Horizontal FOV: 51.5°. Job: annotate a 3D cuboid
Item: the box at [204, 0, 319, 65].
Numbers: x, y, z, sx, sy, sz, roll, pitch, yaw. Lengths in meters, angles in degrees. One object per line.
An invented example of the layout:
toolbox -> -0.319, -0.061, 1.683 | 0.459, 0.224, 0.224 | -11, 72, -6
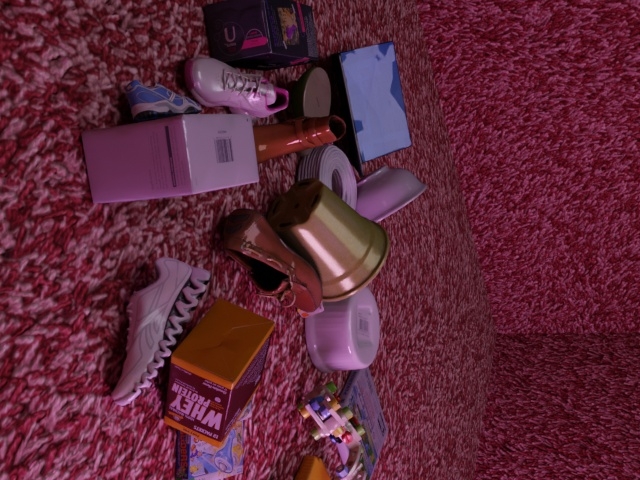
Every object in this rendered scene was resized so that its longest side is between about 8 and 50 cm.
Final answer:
box -> -0.136, -0.505, 1.630 | 0.270, 0.165, 0.143 | -22, 106, -63

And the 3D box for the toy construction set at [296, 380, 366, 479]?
toy construction set -> 0.049, 0.524, 1.801 | 0.215, 0.151, 0.327 | -137, -155, -69

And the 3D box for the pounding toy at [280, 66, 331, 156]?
pounding toy -> -0.054, -0.369, 1.866 | 0.183, 0.110, 0.236 | -42, 136, -56

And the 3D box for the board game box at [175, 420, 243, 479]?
board game box -> -0.232, 0.441, 1.417 | 0.201, 0.035, 0.136 | 18, 70, -63

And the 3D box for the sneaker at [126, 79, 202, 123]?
sneaker -> -0.309, -0.278, 1.331 | 0.081, 0.080, 0.211 | 66, 19, 0

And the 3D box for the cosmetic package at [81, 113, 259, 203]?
cosmetic package -> -0.270, -0.152, 1.225 | 0.224, 0.225, 0.138 | -22, 108, -63

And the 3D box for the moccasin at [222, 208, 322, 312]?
moccasin -> -0.112, 0.080, 1.616 | 0.380, 0.139, 0.146 | 56, 45, -50

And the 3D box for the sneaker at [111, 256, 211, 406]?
sneaker -> -0.317, 0.164, 1.233 | 0.118, 0.110, 0.292 | 29, 66, -9

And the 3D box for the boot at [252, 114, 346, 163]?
boot -> -0.075, -0.249, 1.648 | 0.283, 0.220, 0.108 | -27, 110, -62

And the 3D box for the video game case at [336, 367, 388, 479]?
video game case -> 0.129, 0.600, 2.139 | 0.300, 0.036, 0.328 | -56, 136, -53

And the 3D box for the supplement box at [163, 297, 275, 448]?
supplement box -> -0.201, 0.261, 1.319 | 0.191, 0.129, 0.194 | -55, 163, -53

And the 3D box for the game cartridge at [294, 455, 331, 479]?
game cartridge -> -0.031, 0.782, 1.769 | 0.323, 0.053, 0.285 | -63, 140, -51

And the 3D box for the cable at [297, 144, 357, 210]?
cable -> 0.023, -0.156, 1.986 | 0.257, 0.089, 0.257 | 67, 31, -33

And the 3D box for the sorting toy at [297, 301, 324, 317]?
sorting toy -> -0.023, 0.172, 1.850 | 0.045, 0.075, 0.083 | 20, 67, -62

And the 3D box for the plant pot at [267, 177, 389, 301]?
plant pot -> 0.001, -0.019, 1.762 | 0.254, 0.276, 0.276 | 47, 44, -35

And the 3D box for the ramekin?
ramekin -> 0.074, 0.255, 1.969 | 0.277, 0.135, 0.277 | 17, 71, -62

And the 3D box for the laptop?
laptop -> 0.187, -0.446, 2.186 | 0.408, 0.237, 0.381 | -97, 175, -75

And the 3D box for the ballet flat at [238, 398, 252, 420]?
ballet flat -> -0.177, 0.345, 1.471 | 0.221, 0.077, 0.079 | -82, 161, -63

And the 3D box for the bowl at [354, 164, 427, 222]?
bowl -> 0.186, -0.154, 2.156 | 0.134, 0.298, 0.298 | 57, 31, -5

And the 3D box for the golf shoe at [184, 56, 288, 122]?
golf shoe -> -0.187, -0.357, 1.533 | 0.306, 0.140, 0.115 | 6, 82, -62
